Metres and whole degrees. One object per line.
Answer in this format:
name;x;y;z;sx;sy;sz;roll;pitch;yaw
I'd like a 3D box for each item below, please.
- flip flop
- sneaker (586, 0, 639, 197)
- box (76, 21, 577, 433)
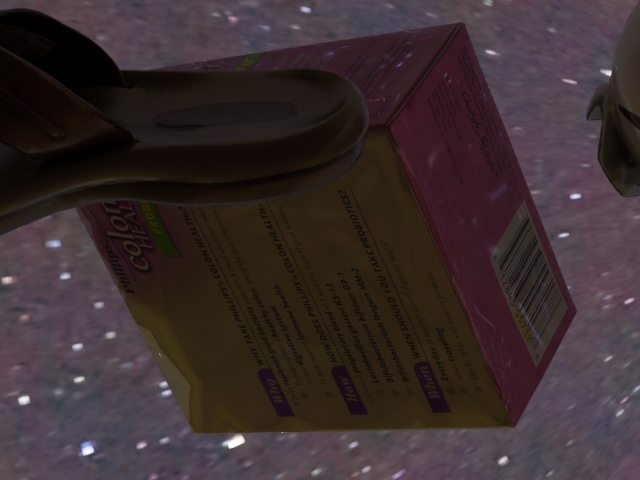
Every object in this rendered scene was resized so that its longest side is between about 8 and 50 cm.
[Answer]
flip flop;-0.114;-0.058;0.786;0.277;0.112;0.080;-4;-56;-10
sneaker;0.223;-0.014;0.791;0.330;0.122;0.146;58;-29;37
box;0.000;0.000;1.134;0.243;0.117;0.213;-6;-57;34
